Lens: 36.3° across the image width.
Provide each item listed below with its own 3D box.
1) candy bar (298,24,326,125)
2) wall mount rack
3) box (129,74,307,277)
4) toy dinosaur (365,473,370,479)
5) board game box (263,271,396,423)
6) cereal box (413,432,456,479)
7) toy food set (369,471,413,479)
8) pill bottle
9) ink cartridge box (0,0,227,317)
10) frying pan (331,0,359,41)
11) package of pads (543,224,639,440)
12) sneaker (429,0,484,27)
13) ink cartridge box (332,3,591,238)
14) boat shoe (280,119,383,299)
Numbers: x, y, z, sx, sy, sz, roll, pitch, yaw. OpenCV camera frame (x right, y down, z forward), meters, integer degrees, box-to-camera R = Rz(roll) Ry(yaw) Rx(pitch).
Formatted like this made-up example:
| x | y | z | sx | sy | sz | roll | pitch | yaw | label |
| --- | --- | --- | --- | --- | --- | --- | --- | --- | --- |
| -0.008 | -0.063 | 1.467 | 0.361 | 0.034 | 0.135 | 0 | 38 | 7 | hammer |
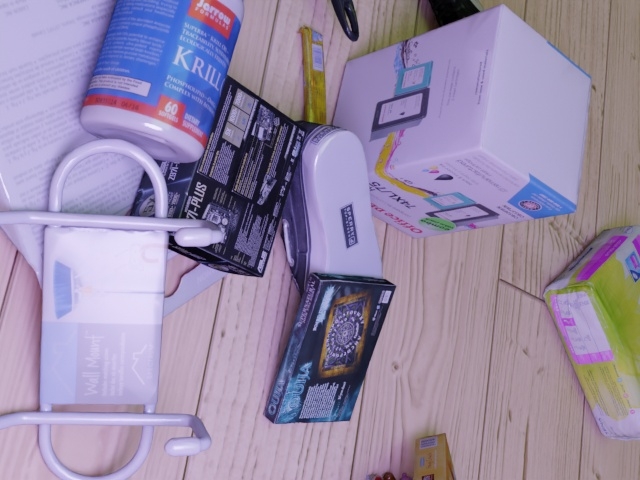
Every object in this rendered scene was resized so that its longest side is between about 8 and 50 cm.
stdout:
| x | y | z | sx | sy | sz | roll | pitch | yaw | label |
| --- | --- | --- | --- | --- | --- | --- | --- | --- | --- |
| -0.009 | -0.204 | 1.282 | 0.040 | 0.018 | 0.161 | 6 | 77 | -45 | candy bar |
| -0.248 | 0.081 | 0.892 | 0.304 | 0.130 | 0.350 | 2 | 98 | -14 | wall mount rack |
| -0.108 | -0.068 | 1.057 | 0.147 | 0.077 | 0.180 | 28 | 74 | -49 | box |
| 0.039 | 0.453 | 1.151 | 0.160 | 0.121 | 0.313 | 35 | 64 | -19 | toy dinosaur |
| 0.012 | 0.131 | 1.169 | 0.126 | 0.026 | 0.186 | 8 | 106 | -42 | board game box |
| 0.164 | 0.385 | 1.219 | 0.173 | 0.047 | 0.240 | -62 | 137 | -77 | cereal box |
| 0.094 | 0.336 | 1.267 | 0.122 | 0.019 | 0.078 | 32 | 62 | -34 | toy food set |
| -0.146 | -0.198 | 0.957 | 0.124 | 0.124 | 0.221 | 22 | 79 | -38 | pill bottle |
| -0.229 | -0.099 | 1.040 | 0.308 | 0.091 | 0.385 | -35 | 122 | -42 | ink cartridge box |
| -0.001 | -0.443 | 1.311 | 0.197 | 0.053 | 0.326 | -47 | 112 | -38 | frying pan |
| 0.503 | 0.155 | 1.625 | 0.229 | 0.101 | 0.296 | -36 | 105 | -41 | package of pads |
| 0.170 | -0.369 | 1.447 | 0.121 | 0.079 | 0.217 | 5 | 70 | -39 | sneaker |
| 0.173 | -0.140 | 1.265 | 0.198 | 0.270 | 0.197 | 26 | 66 | -36 | ink cartridge box |
| 0.000 | 0.000 | 1.193 | 0.108 | 0.102 | 0.301 | -25 | 121 | -32 | boat shoe |
